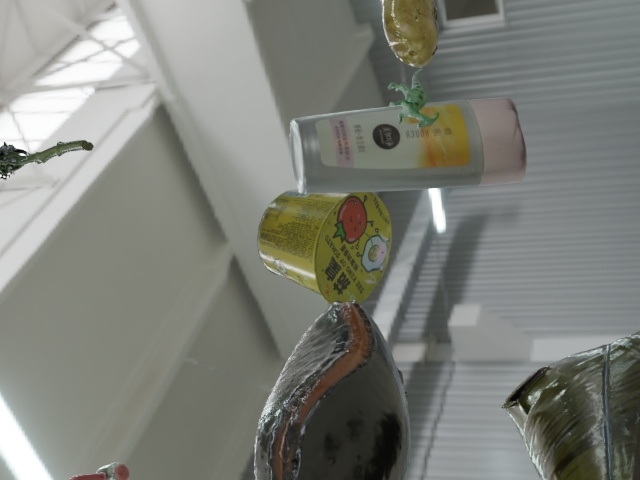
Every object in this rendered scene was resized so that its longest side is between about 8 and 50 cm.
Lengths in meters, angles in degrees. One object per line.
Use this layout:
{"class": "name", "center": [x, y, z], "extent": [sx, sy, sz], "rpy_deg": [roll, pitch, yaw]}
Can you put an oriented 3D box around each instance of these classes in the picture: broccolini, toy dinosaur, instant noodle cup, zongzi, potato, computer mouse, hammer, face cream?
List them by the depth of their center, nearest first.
{"class": "zongzi", "center": [0.353, 0.181, 0.964], "extent": [0.138, 0.300, 0.286], "rpy_deg": [54, -170, -28]}
{"class": "computer mouse", "center": [0.030, 0.181, 0.965], "extent": [0.323, 0.116, 0.182], "rpy_deg": [-61, -40, -64]}
{"class": "toy dinosaur", "center": [0.103, -0.148, 1.021], "extent": [0.083, 0.062, 0.021], "rpy_deg": [-43, -25, -28]}
{"class": "face cream", "center": [0.102, -0.109, 1.145], "extent": [0.073, 0.269, 0.107], "rpy_deg": [129, 135, -73]}
{"class": "broccolini", "center": [-0.362, -0.106, 1.274], "extent": [0.042, 0.218, 0.044], "rpy_deg": [-50, -56, -33]}
{"class": "hammer", "center": [-0.299, 0.316, 1.316], "extent": [0.083, 0.053, 0.031], "rpy_deg": [8, -119, -50]}
{"class": "potato", "center": [0.136, -0.340, 1.498], "extent": [0.107, 0.080, 0.170], "rpy_deg": [39, -139, -40]}
{"class": "instant noodle cup", "center": [0.000, 0.000, 1.513], "extent": [0.182, 0.144, 0.182], "rpy_deg": [-19, -64, -45]}
